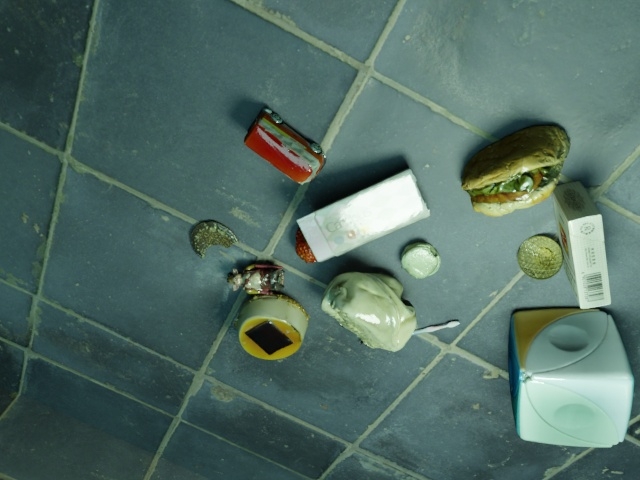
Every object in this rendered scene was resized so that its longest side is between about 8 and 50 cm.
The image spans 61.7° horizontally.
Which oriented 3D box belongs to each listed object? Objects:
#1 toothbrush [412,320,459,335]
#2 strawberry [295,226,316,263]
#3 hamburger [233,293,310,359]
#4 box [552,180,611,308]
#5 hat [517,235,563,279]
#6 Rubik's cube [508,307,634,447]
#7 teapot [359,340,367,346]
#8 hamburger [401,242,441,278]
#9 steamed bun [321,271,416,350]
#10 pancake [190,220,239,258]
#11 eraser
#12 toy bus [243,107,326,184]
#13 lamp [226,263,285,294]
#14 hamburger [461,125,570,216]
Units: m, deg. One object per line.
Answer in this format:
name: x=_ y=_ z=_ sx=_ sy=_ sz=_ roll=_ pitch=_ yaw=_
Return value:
toothbrush: x=0.404 y=0.345 z=2.058 sx=0.269 sy=0.027 sz=0.021 roll=-18 pitch=83 yaw=23
strawberry: x=-0.007 y=-0.002 z=1.867 sx=0.175 sy=0.106 sz=0.236 roll=8 pitch=125 yaw=7
hamburger: x=-0.191 y=0.327 z=2.089 sx=0.294 sy=0.179 sz=0.276 roll=-32 pitch=121 yaw=23
box: x=0.790 y=0.014 z=1.628 sx=0.095 sy=0.210 sz=0.330 roll=-15 pitch=119 yaw=17
hat: x=0.734 y=0.055 z=1.770 sx=0.146 sy=0.067 sz=0.146 roll=2 pitch=93 yaw=40
Rubik's cube: x=0.837 y=0.463 z=1.842 sx=0.347 sy=0.352 sz=0.351 roll=-2 pitch=121 yaw=15
teapot: x=0.202 y=0.395 z=2.126 sx=0.100 sy=0.045 sz=0.067 roll=-17 pitch=120 yaw=24
hamburger: x=0.347 y=0.072 z=1.864 sx=0.133 sy=0.062 sz=0.140 roll=-25 pitch=113 yaw=25
steamed bun: x=0.189 y=0.224 z=1.900 sx=0.347 sy=0.237 sz=0.394 roll=29 pitch=165 yaw=25
pancake: x=-0.398 y=0.004 z=2.013 sx=0.191 sy=0.020 sz=0.184 roll=12 pitch=125 yaw=6
eraser: x=0.142 y=-0.074 z=1.738 sx=0.397 sy=0.082 sz=0.213 roll=-24 pitch=115 yaw=9
toy bus: x=-0.111 y=-0.284 z=1.689 sx=0.265 sy=0.120 sz=0.121 roll=36 pitch=125 yaw=-11
lamp: x=-0.259 y=0.143 z=2.019 sx=0.253 sy=0.118 sz=0.118 roll=3 pitch=124 yaw=18
hamburger: x=0.565 y=-0.190 z=1.548 sx=0.330 sy=0.209 sz=0.162 roll=-27 pitch=114 yaw=25
